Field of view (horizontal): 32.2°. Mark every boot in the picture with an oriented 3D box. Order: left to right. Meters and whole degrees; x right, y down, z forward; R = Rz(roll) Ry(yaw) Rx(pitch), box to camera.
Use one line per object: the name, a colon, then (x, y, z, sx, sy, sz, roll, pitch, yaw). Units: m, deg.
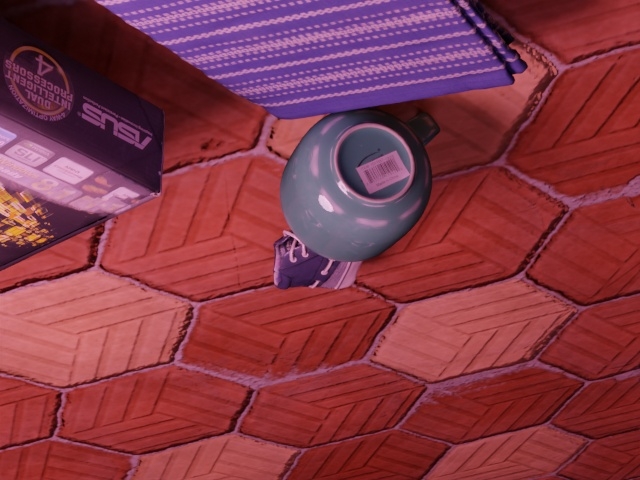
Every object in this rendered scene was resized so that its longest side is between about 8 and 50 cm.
boot: (0.000, 0.000, 1.150, 0.086, 0.069, 0.190, -6, 149, -12)

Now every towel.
towel: (-0.008, -0.171, 0.820, 0.243, 0.040, 0.336, -7, 164, 26)

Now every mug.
mug: (0.039, -0.067, 1.005, 0.129, 0.158, 0.097, 18, 161, -9)

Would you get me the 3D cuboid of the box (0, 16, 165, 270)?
box: (-0.368, -0.091, 0.851, 0.318, 0.097, 0.395, -23, 146, 33)
